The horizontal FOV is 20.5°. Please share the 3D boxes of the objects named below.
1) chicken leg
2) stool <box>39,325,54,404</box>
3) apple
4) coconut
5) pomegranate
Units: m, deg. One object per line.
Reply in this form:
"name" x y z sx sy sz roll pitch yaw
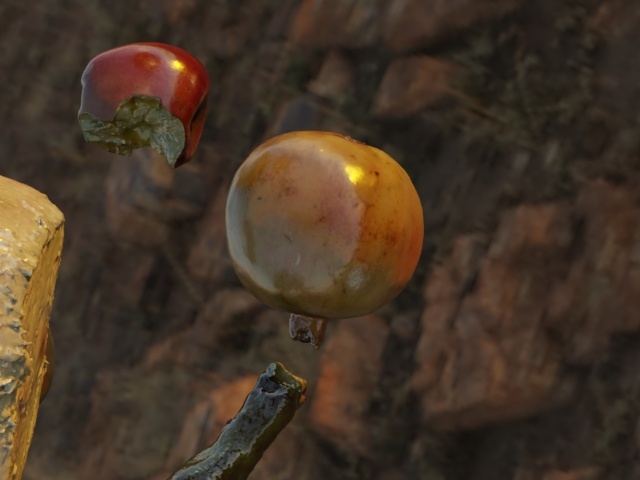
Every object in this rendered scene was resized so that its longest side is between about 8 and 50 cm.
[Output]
"chicken leg" -0.145 0.336 2.346 0.361 0.140 0.211 -57 19 10
"stool" -0.507 0.121 2.127 0.226 0.310 0.310 8 121 31
"apple" -0.221 -0.177 2.219 0.156 0.158 0.147 59 -132 -80
"coconut" -0.343 0.077 1.387 0.297 0.255 0.297 -168 90 -86
"pomegranate" 0.000 0.000 2.221 0.229 0.252 0.270 -42 -34 -84
